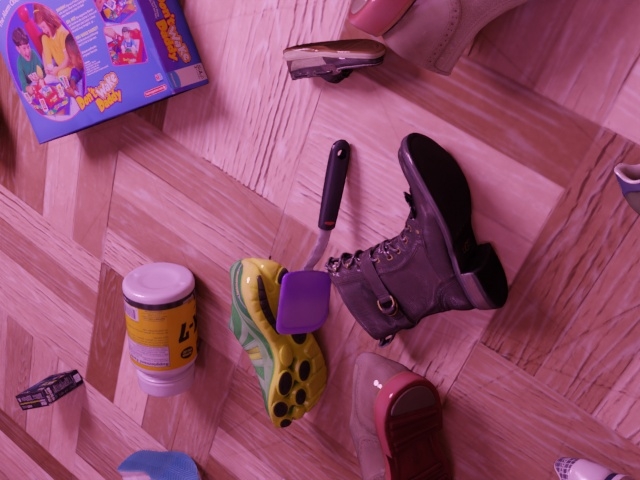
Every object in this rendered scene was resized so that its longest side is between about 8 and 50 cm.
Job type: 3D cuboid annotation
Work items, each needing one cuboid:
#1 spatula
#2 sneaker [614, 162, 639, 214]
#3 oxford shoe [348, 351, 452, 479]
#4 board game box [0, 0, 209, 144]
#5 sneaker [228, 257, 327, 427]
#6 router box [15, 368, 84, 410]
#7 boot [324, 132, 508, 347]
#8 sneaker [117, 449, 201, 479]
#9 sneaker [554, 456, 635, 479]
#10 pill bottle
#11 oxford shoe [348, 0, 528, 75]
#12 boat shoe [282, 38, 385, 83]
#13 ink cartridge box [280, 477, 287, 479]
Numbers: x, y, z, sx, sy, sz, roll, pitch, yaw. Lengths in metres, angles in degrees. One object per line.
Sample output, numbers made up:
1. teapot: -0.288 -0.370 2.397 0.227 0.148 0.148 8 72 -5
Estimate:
1. spatula: 0.000 0.000 1.055 0.030 0.084 0.297 50 133 51
2. sneaker: 0.372 -0.088 0.735 0.086 0.064 0.192 48 134 1
3. oxford shoe: 0.109 0.315 1.119 0.130 0.123 0.348 36 135 51
4. board game box: -0.351 -0.300 1.154 0.347 0.078 0.233 -9 106 39
5. sneaker: -0.070 0.153 1.172 0.123 0.109 0.296 27 132 55
6. router box: -0.577 0.318 1.614 0.122 0.092 0.038 -19 100 40
7. boot: 0.094 0.013 0.974 0.229 0.091 0.263 -18 103 40
8. sneaker: -0.307 0.479 1.508 0.228 0.087 0.092 -5 116 45
9. sneaker: 0.356 0.388 0.981 0.094 0.090 0.235 11 115 46
10. pill bottle: -0.268 0.153 1.289 0.119 0.119 0.209 18 122 28
11. oxford shoe: 0.199 -0.330 0.731 0.146 0.140 0.397 32 129 -20
12. boat shoe: 0.019 -0.221 0.943 0.152 0.056 0.049 13 124 42
13. ink cartridge box: -0.028 0.522 1.323 0.175 0.072 0.127 28 126 22
